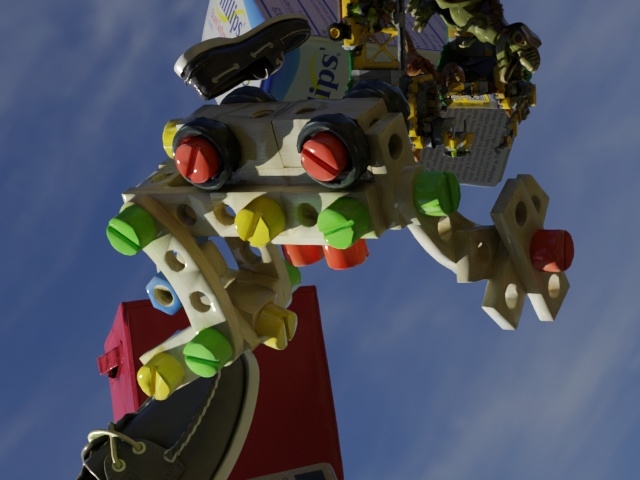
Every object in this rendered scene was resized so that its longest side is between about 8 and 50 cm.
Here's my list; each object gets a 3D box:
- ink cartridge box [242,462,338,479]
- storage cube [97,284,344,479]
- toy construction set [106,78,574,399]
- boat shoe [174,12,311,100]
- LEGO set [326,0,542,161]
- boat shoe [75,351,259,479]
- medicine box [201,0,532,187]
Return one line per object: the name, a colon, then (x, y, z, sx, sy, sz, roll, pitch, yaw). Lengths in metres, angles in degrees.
ink cartridge box: (-0.002, 0.322, 1.520, 0.088, 0.193, 0.234, -11, -52, -14)
storage cube: (-0.098, 0.164, 1.895, 0.215, 0.193, 0.183, -5, -16, -13)
toy construction set: (0.000, 0.000, 1.338, 0.151, 0.328, 0.215, -57, -44, -58)
boat shoe: (-0.050, -0.135, 1.467, 0.125, 0.038, 0.046, -22, -21, -42)
LEGO set: (0.157, -0.197, 1.704, 0.331, 0.192, 0.255, -11, -78, -65)
boat shoe: (-0.160, 0.208, 1.642, 0.091, 0.109, 0.305, 33, -90, -31)
medicine box: (0.041, -0.189, 2.142, 0.289, 0.263, 0.149, 5, -64, -18)
